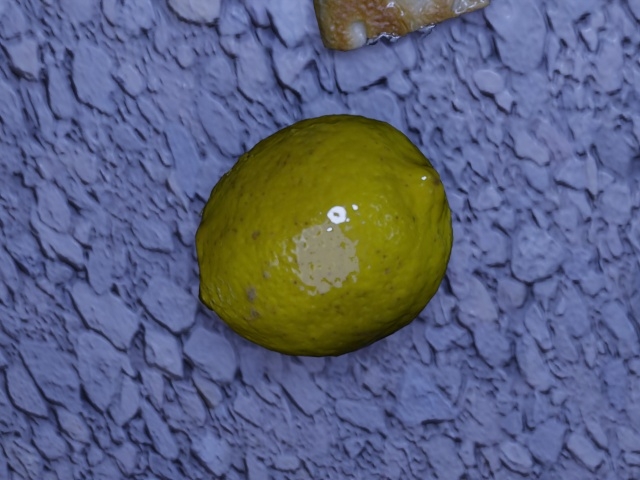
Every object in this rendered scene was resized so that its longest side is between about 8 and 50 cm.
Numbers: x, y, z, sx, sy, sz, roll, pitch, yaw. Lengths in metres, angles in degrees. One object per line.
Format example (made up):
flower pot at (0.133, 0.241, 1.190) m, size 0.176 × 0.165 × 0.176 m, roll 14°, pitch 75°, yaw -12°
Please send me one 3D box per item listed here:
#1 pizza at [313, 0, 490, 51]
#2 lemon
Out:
pizza at (0.089, -0.271, 1.310) m, size 0.193 × 0.069 × 0.154 m, roll 2°, pitch 118°, yaw 0°
lemon at (0.000, 0.000, 1.366) m, size 0.310 × 0.253 × 0.253 m, roll -29°, pitch 110°, yaw 24°
